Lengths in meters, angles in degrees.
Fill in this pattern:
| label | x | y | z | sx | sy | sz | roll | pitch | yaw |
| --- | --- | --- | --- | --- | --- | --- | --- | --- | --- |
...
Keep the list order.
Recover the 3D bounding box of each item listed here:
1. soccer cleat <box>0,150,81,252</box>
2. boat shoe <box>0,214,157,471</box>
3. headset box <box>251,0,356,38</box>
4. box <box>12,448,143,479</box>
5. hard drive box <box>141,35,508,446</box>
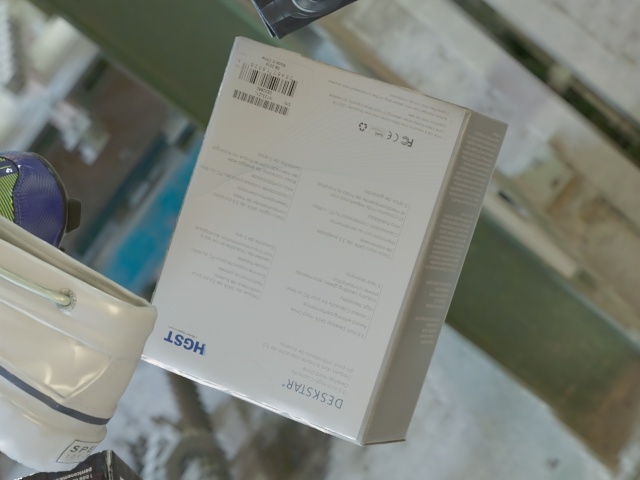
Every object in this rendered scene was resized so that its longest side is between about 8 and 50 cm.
| label | x | y | z | sx | sy | sz | roll | pitch | yaw |
| --- | --- | --- | --- | --- | --- | --- | --- | --- | --- |
| soccer cleat | -0.259 | 0.059 | 1.313 | 0.093 | 0.121 | 0.289 | 46 | 125 | 28 |
| boat shoe | -0.154 | -0.012 | 0.707 | 0.076 | 0.226 | 0.083 | -55 | -8 | 8 |
| headset box | 0.038 | -0.272 | 1.058 | 0.283 | 0.131 | 0.246 | -25 | 44 | 10 |
| box | -0.207 | 0.410 | 1.885 | 0.183 | 0.296 | 0.294 | -20 | 53 | 12 |
| hard drive box | 0.000 | 0.000 | 1.324 | 0.089 | 0.181 | 0.232 | 10 | -80 | -68 |
